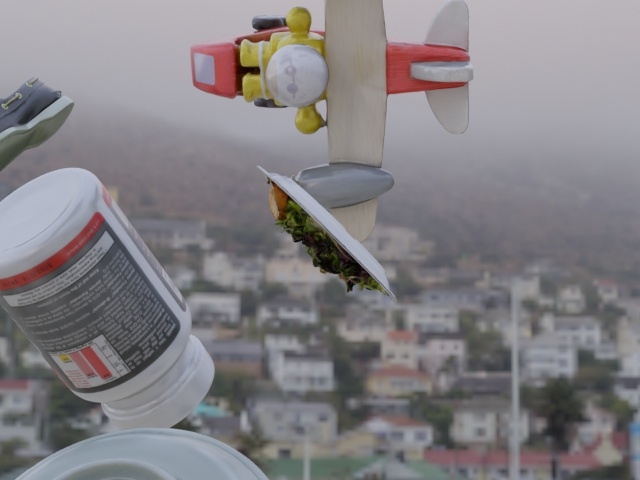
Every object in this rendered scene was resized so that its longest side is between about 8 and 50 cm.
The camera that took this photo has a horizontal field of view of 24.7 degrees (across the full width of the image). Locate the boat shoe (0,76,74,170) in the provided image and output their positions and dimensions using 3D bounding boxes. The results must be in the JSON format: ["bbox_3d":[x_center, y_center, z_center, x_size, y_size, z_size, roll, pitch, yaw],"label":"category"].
[{"bbox_3d":[-0.385,-0.134,1.760,0.081,0.068,0.228,-52,-3,32],"label":"boat shoe"}]

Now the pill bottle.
[{"bbox_3d":[-0.310,0.095,2.053,0.210,0.210,0.363,-7,-51,36],"label":"pill bottle"}]

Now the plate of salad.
[{"bbox_3d":[0.000,0.000,1.493,0.200,0.048,0.200,44,-2,2],"label":"plate of salad"}]

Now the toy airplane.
[{"bbox_3d":[0.028,-0.234,2.034,0.384,0.386,0.272,-44,-7,25],"label":"toy airplane"}]

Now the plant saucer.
[{"bbox_3d":[-0.229,0.351,1.598,0.400,0.400,0.100,-2,-42,12],"label":"plant saucer"}]
